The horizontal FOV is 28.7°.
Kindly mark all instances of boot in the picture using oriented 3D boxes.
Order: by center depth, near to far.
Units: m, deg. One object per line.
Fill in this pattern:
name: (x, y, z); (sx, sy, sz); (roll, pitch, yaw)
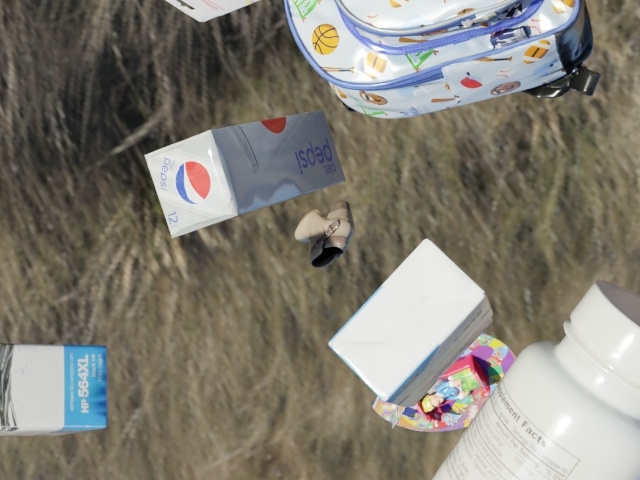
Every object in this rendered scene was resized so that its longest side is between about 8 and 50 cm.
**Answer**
boot: (0.000, 0.000, 1.635); (0.042, 0.087, 0.118); (31, 137, -23)

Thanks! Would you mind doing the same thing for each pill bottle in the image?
pill bottle: (0.190, 0.151, 0.969); (0.131, 0.131, 0.229); (6, 121, -54)

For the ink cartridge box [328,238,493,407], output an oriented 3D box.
ink cartridge box: (0.073, 0.068, 0.944); (0.104, 0.060, 0.180); (-47, 167, -1)

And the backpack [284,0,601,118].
backpack: (0.097, -0.242, 1.176); (0.263, 0.277, 0.213); (-21, 156, 20)

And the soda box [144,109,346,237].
soda box: (-0.077, -0.083, 1.429); (0.091, 0.098, 0.286); (-17, -178, 27)

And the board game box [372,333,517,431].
board game box: (0.137, 0.165, 1.349); (0.133, 0.033, 0.169); (9, 132, -13)

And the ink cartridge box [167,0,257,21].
ink cartridge box: (-0.141, -0.387, 1.817); (0.181, 0.062, 0.104); (-12, 152, 39)

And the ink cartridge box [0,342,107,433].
ink cartridge box: (-0.328, 0.146, 1.218); (0.203, 0.086, 0.148); (6, 167, -31)
